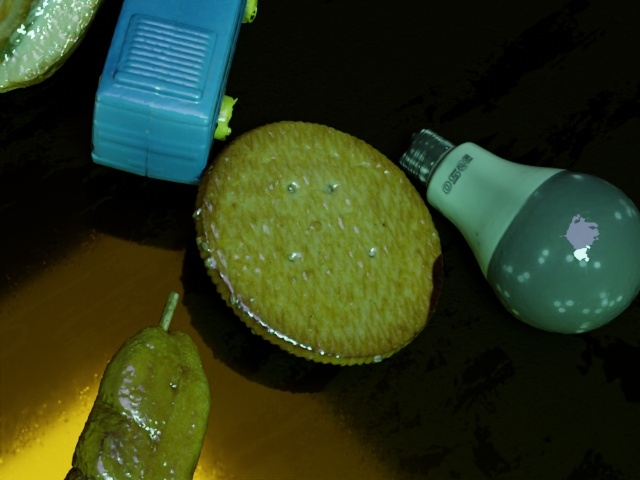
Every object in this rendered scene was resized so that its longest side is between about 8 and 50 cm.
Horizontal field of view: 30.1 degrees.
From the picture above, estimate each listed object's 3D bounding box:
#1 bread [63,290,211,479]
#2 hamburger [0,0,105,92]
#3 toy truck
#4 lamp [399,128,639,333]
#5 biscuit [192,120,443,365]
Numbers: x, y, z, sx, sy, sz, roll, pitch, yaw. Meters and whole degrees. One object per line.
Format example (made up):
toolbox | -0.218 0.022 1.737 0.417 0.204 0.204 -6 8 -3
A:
bread | -0.184 0.206 1.169 0.124 0.084 0.344 27 57 -24
hamburger | -0.314 -0.323 1.364 0.162 0.209 0.330 25 95 -9
toy truck | -0.155 -0.257 1.380 0.161 0.162 0.385 13 60 -4
lamp | 0.214 -0.009 1.345 0.313 0.182 0.182 21 58 19
biscuit | 0.000 0.000 1.325 0.305 0.038 0.305 12 59 -21
